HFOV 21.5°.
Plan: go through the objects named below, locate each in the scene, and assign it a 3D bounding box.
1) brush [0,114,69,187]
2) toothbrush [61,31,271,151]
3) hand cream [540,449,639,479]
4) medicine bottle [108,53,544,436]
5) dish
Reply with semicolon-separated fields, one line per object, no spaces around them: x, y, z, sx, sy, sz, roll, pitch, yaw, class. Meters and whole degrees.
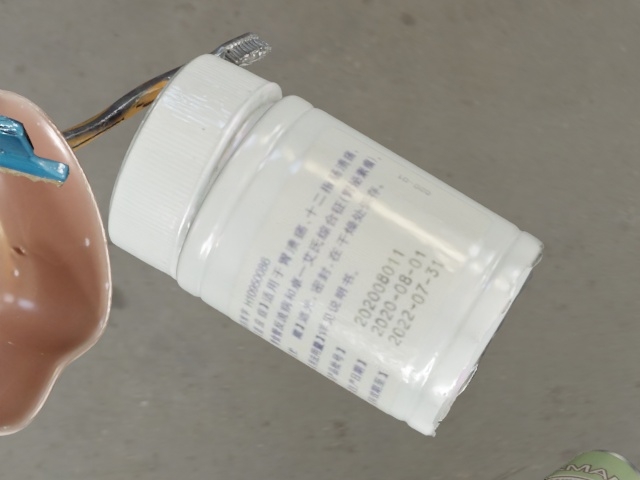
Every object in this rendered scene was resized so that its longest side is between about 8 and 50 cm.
-0.165;-0.050;0.922;0.051;0.164;0.014;13;83;-4;brush
-0.159;-0.124;1.496;0.031;0.321;0.023;36;135;25;toothbrush
0.132;0.176;0.980;0.086;0.235;0.055;27;113;24;hand cream
0.000;0.000;1.409;0.332;0.190;0.190;31;98;8;medicine bottle
-0.234;0.013;1.045;0.090;0.213;0.213;-8;84;39;dish
